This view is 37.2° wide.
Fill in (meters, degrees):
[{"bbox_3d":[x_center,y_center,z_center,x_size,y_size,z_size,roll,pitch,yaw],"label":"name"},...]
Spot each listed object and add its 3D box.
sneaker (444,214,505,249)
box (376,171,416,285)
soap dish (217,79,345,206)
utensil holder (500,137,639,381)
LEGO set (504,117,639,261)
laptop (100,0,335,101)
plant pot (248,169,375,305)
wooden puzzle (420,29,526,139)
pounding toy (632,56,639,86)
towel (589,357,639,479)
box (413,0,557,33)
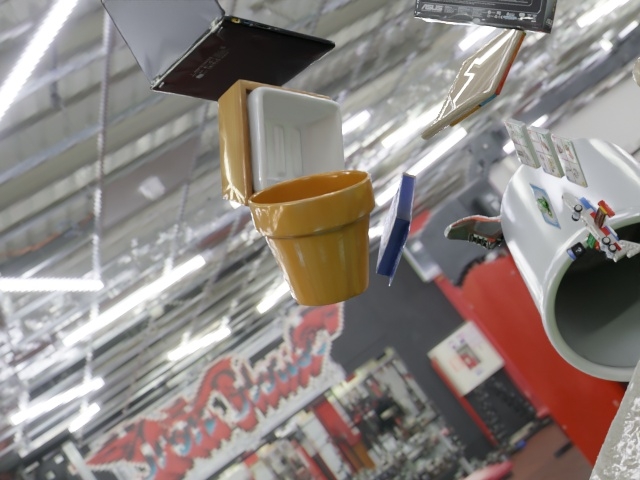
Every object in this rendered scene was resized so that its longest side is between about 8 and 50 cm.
[{"bbox_3d":[0.336,-0.012,1.960,0.157,0.065,0.061,-7,-26,-1],"label":"sneaker"},{"bbox_3d":[0.150,-0.025,1.890,0.225,0.036,0.136,-77,4,-57],"label":"box"},{"bbox_3d":[-0.074,-0.172,1.813,0.118,0.229,0.290,-5,-2,35],"label":"soap dish"},{"bbox_3d":[0.520,0.019,1.747,0.327,0.327,0.385,-39,22,14],"label":"utensil holder"},{"bbox_3d":[0.370,-0.066,1.390,0.060,0.244,0.182,-30,23,-8],"label":"LEGO set"},{"bbox_3d":[-0.240,-0.485,2.041,0.407,0.236,0.382,7,-16,-31],"label":"laptop"},{"bbox_3d":[0.000,0.000,1.577,0.205,0.188,0.205,-11,14,3],"label":"plant pot"},{"bbox_3d":[0.299,-0.300,1.768,0.239,0.044,0.221,-57,12,-26],"label":"wooden puzzle"},{"bbox_3d":[0.550,-0.212,1.238,0.236,0.183,0.110,-12,30,44],"label":"pounding toy"},{"bbox_3d":[0.367,0.234,0.927,0.049,0.187,0.282,22,-88,-55],"label":"towel"},{"bbox_3d":[0.279,-0.445,1.569,0.056,0.231,0.183,-8,-72,-63],"label":"box"}]
